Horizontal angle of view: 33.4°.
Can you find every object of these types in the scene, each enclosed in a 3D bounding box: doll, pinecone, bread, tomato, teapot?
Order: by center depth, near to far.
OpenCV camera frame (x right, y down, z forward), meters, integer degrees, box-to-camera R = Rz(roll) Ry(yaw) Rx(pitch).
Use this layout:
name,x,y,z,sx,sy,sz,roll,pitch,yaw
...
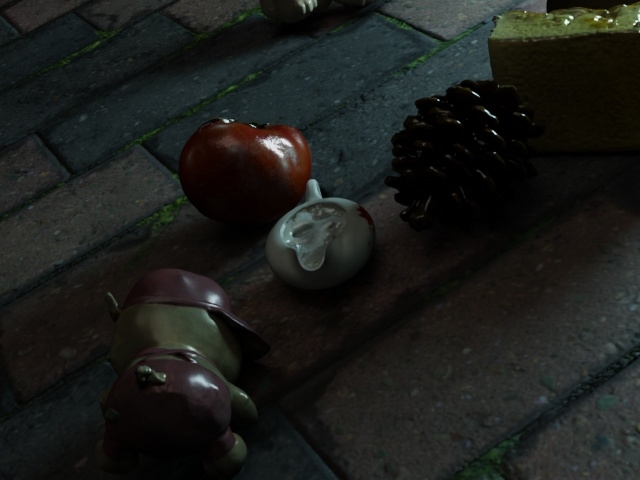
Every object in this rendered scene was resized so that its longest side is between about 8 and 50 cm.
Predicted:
name,x,y,z,sx,sy,sz,roll,pitch,yaw
doll,-0.159,0.147,1.213,0.152,0.196,0.256,-47,27,31
pinecone,0.171,-0.102,1.352,0.212,0.185,0.168,-45,53,-6
teapot,0.000,0.000,1.375,0.145,0.092,0.226,-15,34,4
bread,0.368,-0.214,1.393,0.275,0.184,0.114,0,34,28
tomato,-0.106,-0.097,1.502,0.187,0.151,0.187,7,1,0
doll,0.023,-0.483,1.995,0.278,0.119,0.154,-10,40,8

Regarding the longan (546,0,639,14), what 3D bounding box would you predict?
name,x,y,z,sx,sy,sz,roll,pitch,yaw
longan,0.426,-0.346,1.539,0.198,0.198,0.212,-17,38,6
